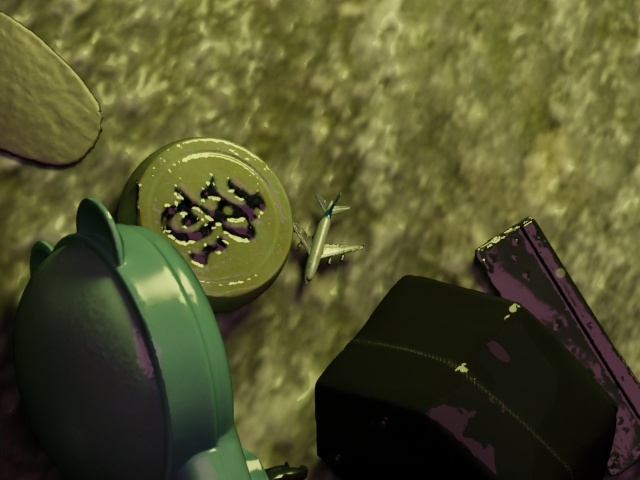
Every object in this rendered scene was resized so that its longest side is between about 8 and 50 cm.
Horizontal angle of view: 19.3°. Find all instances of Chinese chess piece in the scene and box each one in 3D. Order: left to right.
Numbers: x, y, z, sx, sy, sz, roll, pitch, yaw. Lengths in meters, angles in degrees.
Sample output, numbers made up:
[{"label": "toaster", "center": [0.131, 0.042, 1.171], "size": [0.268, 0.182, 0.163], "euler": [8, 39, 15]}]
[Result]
[{"label": "Chinese chess piece", "center": [-0.092, -0.013, 1.508], "size": [0.144, 0.058, 0.144], "euler": [7, 72, -21]}]

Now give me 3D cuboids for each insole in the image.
[{"label": "insole", "center": [-0.314, -0.169, 1.488], "size": [0.328, 0.007, 0.111], "euler": [38, 62, -9]}]

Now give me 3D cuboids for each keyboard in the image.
[{"label": "keyboard", "center": [0.216, 0.092, 1.632], "size": [0.072, 0.023, 0.231], "euler": [-31, 88, -21]}]

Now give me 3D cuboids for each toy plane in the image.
[{"label": "toy plane", "center": [-0.001, 0.000, 1.563], "size": [0.078, 0.024, 0.084], "euler": [25, 72, -16]}]

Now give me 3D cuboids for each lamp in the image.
[{"label": "lamp", "center": [-0.131, 0.117, 1.366], "size": [0.147, 0.209, 0.284], "euler": [-37, 93, -27]}]

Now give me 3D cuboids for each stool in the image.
[{"label": "stool", "center": [0.111, 0.149, 1.460], "size": [0.232, 0.232, 0.141], "euler": [44, 62, -6]}]
